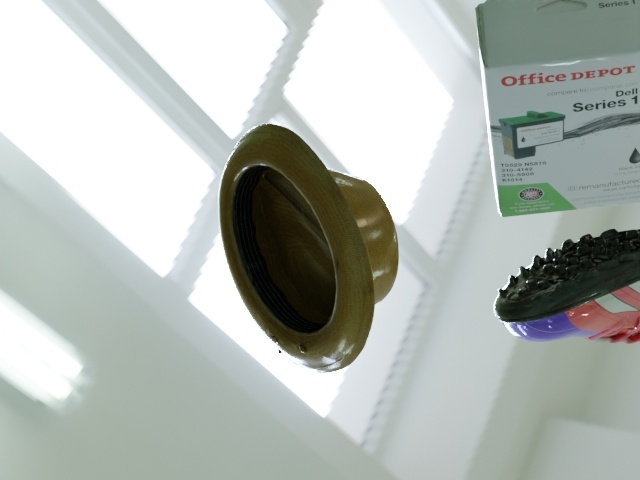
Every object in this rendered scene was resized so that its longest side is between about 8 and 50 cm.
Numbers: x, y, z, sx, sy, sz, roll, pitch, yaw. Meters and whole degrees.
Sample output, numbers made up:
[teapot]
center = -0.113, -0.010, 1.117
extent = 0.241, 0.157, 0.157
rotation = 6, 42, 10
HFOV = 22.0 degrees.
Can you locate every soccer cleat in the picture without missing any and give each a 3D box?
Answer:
[soccer cleat]
center = 0.276, 0.041, 1.332
extent = 0.318, 0.116, 0.109
rotation = -19, -166, -34

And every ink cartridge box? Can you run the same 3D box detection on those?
[ink cartridge box]
center = 0.239, -0.132, 1.599
extent = 0.160, 0.219, 0.092
rotation = -6, -130, 7

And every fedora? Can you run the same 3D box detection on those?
[fedora]
center = 0.000, 0.000, 1.224
extent = 0.079, 0.194, 0.194
rotation = -15, -147, -34
